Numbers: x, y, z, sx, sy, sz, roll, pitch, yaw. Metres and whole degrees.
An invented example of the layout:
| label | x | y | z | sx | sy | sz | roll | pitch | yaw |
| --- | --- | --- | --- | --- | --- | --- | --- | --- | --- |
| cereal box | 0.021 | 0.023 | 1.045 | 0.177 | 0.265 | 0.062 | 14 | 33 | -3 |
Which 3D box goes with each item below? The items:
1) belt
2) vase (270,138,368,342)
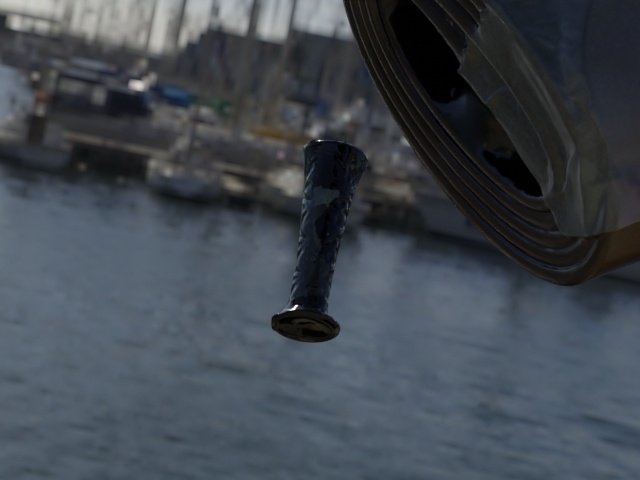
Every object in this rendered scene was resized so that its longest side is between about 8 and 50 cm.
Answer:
| label | x | y | z | sx | sy | sz | roll | pitch | yaw |
| --- | --- | --- | --- | --- | --- | --- | --- | --- | --- |
| belt | 0.142 | -0.116 | 1.203 | 0.122 | 0.217 | 0.338 | -22 | 51 | -20 |
| vase | 0.000 | 0.000 | 1.525 | 0.059 | 0.167 | 0.059 | 8 | -26 | 4 |
